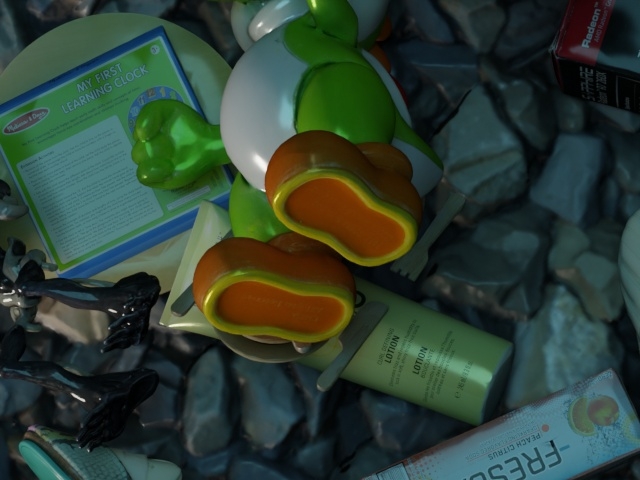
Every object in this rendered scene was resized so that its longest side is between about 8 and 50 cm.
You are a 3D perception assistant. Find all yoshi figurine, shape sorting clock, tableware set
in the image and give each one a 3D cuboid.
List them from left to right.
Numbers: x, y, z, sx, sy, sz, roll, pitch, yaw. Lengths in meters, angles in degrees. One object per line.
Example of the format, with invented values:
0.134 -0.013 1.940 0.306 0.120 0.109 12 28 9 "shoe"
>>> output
-0.144 -0.059 1.341 0.206 0.040 0.206 0 89 5 "shape sorting clock"
-0.042 -0.128 1.225 0.204 0.203 0.362 -11 48 8 "yoshi figurine"
0.000 0.000 1.260 0.128 0.039 0.194 26 57 19 "tableware set"

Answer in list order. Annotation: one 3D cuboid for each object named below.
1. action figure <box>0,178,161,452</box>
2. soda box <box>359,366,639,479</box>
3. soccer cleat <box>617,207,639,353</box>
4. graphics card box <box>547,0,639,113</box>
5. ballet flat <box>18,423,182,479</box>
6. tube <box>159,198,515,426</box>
-0.240 0.026 1.270 0.276 0.141 0.164 24 108 22 "action figure"
0.120 0.148 1.238 0.183 0.063 0.058 -24 77 4 "soda box"
0.235 0.066 1.231 0.068 0.076 0.196 -8 75 7 "soccer cleat"
0.363 -0.165 1.257 0.371 0.094 0.232 16 80 14 "graphics card box"
-0.108 0.199 1.266 0.079 0.077 0.221 -36 78 -19 "ballet flat"
0.010 0.057 1.282 0.240 0.062 0.070 22 53 16 "tube"
